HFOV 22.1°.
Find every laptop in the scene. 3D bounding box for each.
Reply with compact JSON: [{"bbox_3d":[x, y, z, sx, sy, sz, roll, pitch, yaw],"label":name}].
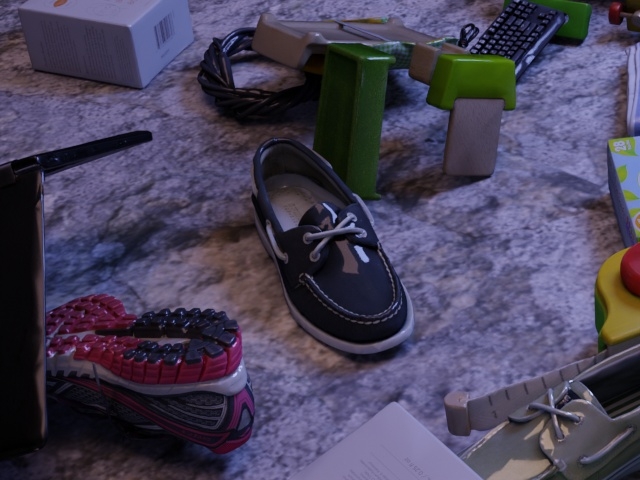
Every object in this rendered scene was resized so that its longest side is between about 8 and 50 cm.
[{"bbox_3d":[-0.367,0.077,1.552,0.382,0.236,0.408,-17,4,19],"label":"laptop"}]

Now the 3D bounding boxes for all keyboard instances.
[{"bbox_3d":[0.200,-0.225,1.926,0.108,0.023,0.180,19,53,33],"label":"keyboard"}]

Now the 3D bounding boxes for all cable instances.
[{"bbox_3d":[-0.071,-0.199,1.958,0.150,0.047,0.184,-36,48,-26],"label":"cable"}]

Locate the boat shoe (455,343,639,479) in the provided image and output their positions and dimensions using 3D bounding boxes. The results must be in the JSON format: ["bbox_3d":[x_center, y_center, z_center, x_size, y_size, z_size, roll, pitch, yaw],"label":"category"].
[{"bbox_3d":[0.209,0.156,1.355,0.302,0.094,0.109,-25,38,-20],"label":"boat shoe"}]

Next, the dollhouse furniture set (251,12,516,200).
[{"bbox_3d":[0.059,-0.156,1.834,0.197,0.151,0.301,-2,17,-25],"label":"dollhouse furniture set"}]

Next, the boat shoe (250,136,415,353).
[{"bbox_3d":[0.000,0.000,1.618,0.114,0.091,0.302,-21,37,-17],"label":"boat shoe"}]

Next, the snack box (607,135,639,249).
[{"bbox_3d":[0.398,-0.040,1.613,0.207,0.070,0.174,-8,36,3],"label":"snack box"}]

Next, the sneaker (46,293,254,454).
[{"bbox_3d":[-0.188,0.126,1.478,0.299,0.112,0.121,7,30,41],"label":"sneaker"}]

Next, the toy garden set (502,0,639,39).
[{"bbox_3d":[0.336,-0.361,1.961,0.204,0.244,0.049,13,7,28],"label":"toy garden set"}]

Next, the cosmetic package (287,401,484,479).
[{"bbox_3d":[0.057,0.313,1.130,0.284,0.097,0.377,-33,41,-16],"label":"cosmetic package"}]

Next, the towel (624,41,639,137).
[{"bbox_3d":[0.474,-0.177,1.786,0.285,0.034,0.209,-4,30,15],"label":"towel"}]

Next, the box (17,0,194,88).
[{"bbox_3d":[-0.267,-0.271,2.049,0.170,0.091,0.130,13,41,26],"label":"box"}]

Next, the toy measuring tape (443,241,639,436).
[{"bbox_3d":[0.244,0.076,1.449,0.330,0.121,0.121,-19,37,-12],"label":"toy measuring tape"}]
